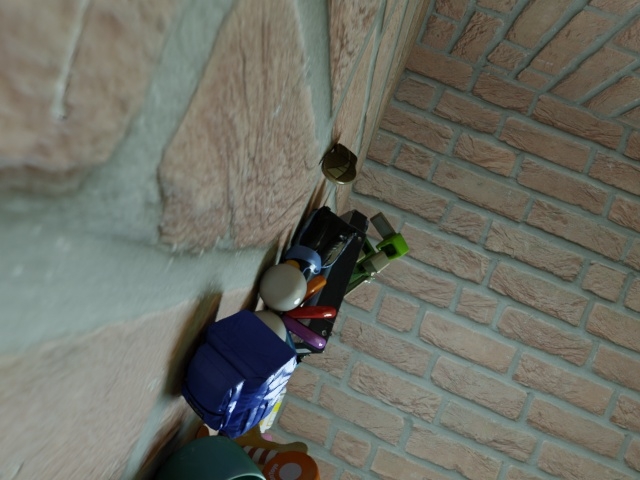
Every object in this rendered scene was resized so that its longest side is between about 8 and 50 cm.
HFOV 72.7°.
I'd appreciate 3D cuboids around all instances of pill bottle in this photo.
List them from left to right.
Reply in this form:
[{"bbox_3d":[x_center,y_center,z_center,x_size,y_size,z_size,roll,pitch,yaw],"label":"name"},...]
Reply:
[{"bbox_3d":[-0.229,0.669,1.745,0.117,0.117,0.214,65,48,-86],"label":"pill bottle"}]

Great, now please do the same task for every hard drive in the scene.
[{"bbox_3d":[-0.013,0.103,1.036,0.237,0.064,0.338,-26,-145,58],"label":"hard drive"}]

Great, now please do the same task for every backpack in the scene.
[{"bbox_3d":[-0.098,0.153,0.476,0.101,0.098,0.120,-19,140,-45],"label":"backpack"},{"bbox_3d":[0.000,0.000,0.919,0.114,0.105,0.084,-56,-166,-17],"label":"backpack"}]

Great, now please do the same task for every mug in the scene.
[{"bbox_3d":[-0.155,0.314,0.537,0.158,0.097,0.129,9,103,-42],"label":"mug"}]

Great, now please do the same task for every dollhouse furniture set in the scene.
[{"bbox_3d":[0.051,0.058,1.149,0.302,0.151,0.197,-34,-179,-25],"label":"dollhouse furniture set"}]

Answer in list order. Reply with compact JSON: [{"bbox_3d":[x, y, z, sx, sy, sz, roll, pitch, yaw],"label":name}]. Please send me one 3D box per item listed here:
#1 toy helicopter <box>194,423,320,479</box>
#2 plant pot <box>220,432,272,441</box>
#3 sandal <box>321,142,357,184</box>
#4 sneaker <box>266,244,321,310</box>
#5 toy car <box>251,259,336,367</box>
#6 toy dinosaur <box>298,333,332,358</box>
[{"bbox_3d":[-0.137,0.366,0.723,0.355,0.235,0.140,-128,-150,-68],"label":"toy helicopter"},{"bbox_3d":[-0.200,0.574,1.085,0.201,0.202,0.180,107,-9,-63],"label":"plant pot"},{"bbox_3d":[0.035,-0.147,0.878,0.049,0.072,0.180,-45,-168,26],"label":"sandal"},{"bbox_3d":[-0.058,0.105,0.875,0.232,0.082,0.090,111,-4,-52],"label":"sneaker"},{"bbox_3d":[-0.048,0.130,0.724,0.159,0.136,0.181,97,16,-80],"label":"toy car"},{"bbox_3d":[-0.096,0.304,1.209,0.218,0.164,0.322,-51,-158,14],"label":"toy dinosaur"}]
